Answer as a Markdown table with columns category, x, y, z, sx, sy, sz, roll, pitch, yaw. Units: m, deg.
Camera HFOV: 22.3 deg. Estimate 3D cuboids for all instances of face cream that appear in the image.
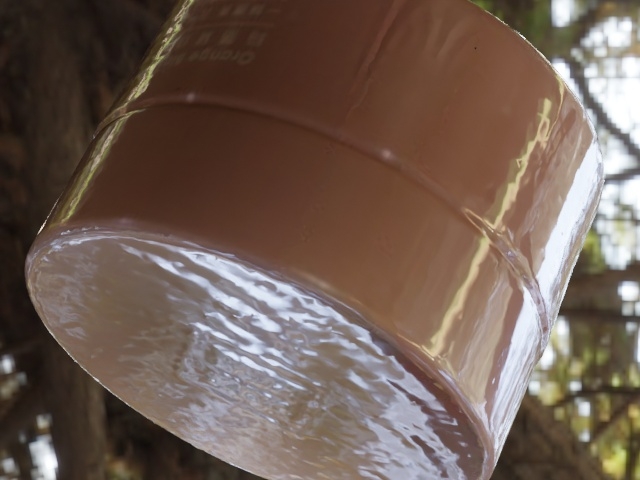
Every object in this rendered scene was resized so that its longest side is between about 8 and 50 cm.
| category | x | y | z | sx | sy | sz | roll | pitch | yaw |
| --- | --- | --- | --- | --- | --- | --- | --- | --- | --- |
| face cream | 0.000 | 0.000 | 0.489 | 0.149 | 0.149 | 0.104 | 11 | -121 | 26 |
